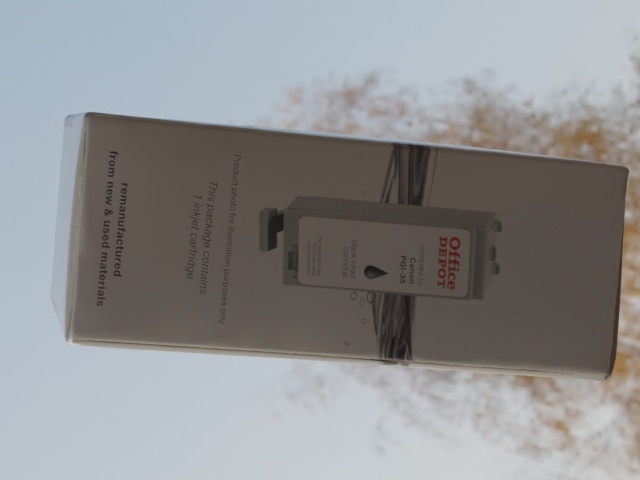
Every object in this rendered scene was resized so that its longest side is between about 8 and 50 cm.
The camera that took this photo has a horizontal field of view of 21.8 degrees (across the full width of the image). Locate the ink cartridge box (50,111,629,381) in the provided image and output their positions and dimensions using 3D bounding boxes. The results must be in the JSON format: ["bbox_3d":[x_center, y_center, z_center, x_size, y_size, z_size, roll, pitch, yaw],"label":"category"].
[{"bbox_3d":[0.000,0.000,0.913,0.207,0.283,0.117,-164,79,-78],"label":"ink cartridge box"}]
